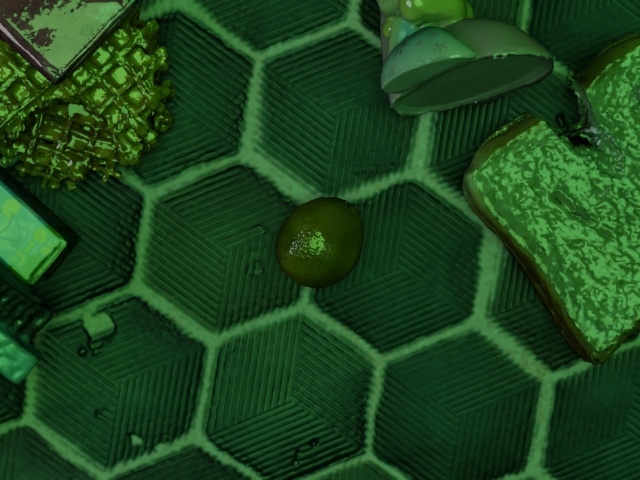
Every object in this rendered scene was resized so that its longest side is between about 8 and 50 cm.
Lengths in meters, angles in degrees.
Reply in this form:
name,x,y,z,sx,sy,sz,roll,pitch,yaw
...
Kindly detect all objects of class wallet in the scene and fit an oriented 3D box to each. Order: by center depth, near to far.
name,x,y,z,sx,sy,sz,roll,pitch,yaw
wallet,-0.293,-0.265,1.193,0.232,0.025,0.119,43,91,0

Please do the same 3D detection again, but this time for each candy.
name,x,y,z,sx,sy,sz,roll,pitch,yaw
candy,-0.328,-0.043,1.229,0.194,0.097,0.062,42,91,-3

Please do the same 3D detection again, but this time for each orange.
name,x,y,z,sx,sy,sz,roll,pitch,yaw
orange,0.000,0.000,1.251,0.085,0.085,0.095,31,92,-3

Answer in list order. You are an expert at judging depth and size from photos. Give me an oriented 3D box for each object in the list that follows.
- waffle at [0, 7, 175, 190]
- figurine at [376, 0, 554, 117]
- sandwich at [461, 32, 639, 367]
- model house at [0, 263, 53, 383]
name,x,y,z,sx,sy,sz,roll,pitch,yaw
waffle,-0.240,-0.150,1.243,0.193,0.070,0.197,-15,92,-3
figurine,0.131,-0.303,1.165,0.206,0.284,0.315,-8,80,-4
sandwich,0.301,-0.054,1.258,0.273,0.095,0.249,-37,89,0
model house,-0.412,0.103,1.173,0.241,0.226,0.261,44,92,-13
